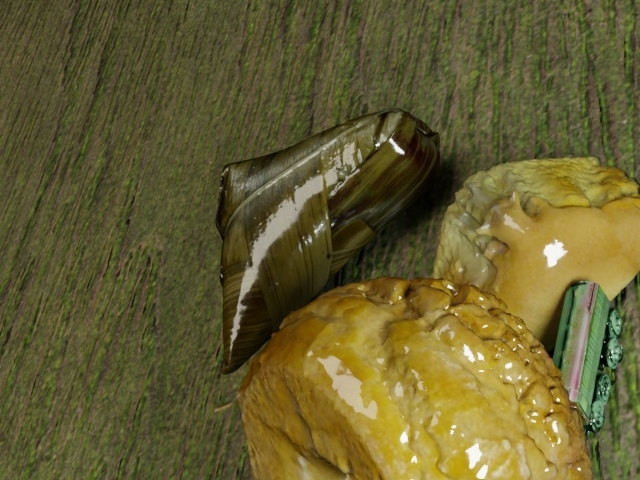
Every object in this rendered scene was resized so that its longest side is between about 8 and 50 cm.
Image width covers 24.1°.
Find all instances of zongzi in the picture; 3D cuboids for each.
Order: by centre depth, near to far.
[{"bbox_3d":[0.000,0.000,1.676,0.286,0.134,0.288,-24,40,32],"label":"zongzi"}]

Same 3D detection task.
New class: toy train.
[{"bbox_3d":[0.244,0.109,1.376,0.038,0.071,0.148,-13,46,38],"label":"toy train"}]

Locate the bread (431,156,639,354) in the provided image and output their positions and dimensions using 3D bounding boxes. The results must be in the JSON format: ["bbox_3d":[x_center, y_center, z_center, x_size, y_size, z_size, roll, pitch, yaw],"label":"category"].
[{"bbox_3d":[0.202,-0.002,1.477,0.251,0.133,0.174,-42,33,6],"label":"bread"}]

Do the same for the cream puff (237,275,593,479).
[{"bbox_3d":[0.088,0.184,1.304,0.231,0.343,0.327,-26,58,-31],"label":"cream puff"}]
